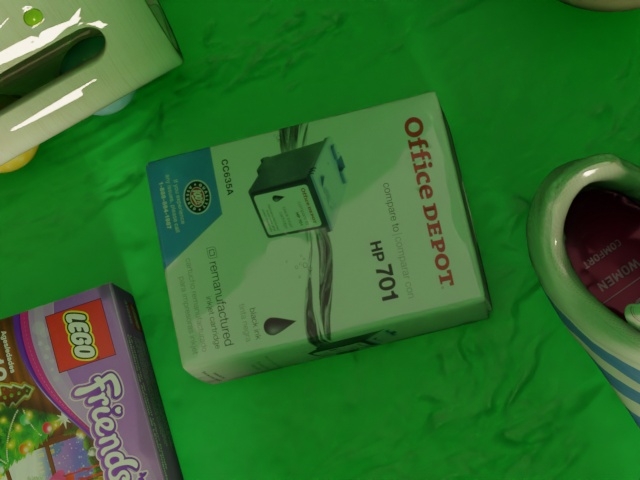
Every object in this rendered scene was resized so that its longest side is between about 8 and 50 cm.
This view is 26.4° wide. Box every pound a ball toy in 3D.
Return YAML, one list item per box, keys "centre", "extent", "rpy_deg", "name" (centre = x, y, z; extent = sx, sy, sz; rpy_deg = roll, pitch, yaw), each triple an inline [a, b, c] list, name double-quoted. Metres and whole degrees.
- centre: [-0.244, -0.069, 0.869]
  extent: [0.319, 0.136, 0.208]
  rpy_deg: [-30, 35, 2]
  name: "pound a ball toy"

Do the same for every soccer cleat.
- centre: [0.230, 0.088, 0.776]
  extent: [0.116, 0.143, 0.331]
  rpy_deg: [-39, 75, 0]
  name: "soccer cleat"

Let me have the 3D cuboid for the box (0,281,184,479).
- centre: [-0.181, 0.196, 0.865]
  extent: [0.201, 0.057, 0.293]
  rpy_deg: [-19, 76, 4]
  name: "box"

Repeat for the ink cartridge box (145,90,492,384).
- centre: [0.000, 0.000, 0.865]
  extent: [0.190, 0.082, 0.140]
  rpy_deg: [-14, 77, 8]
  name: "ink cartridge box"

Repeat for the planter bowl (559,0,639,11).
- centre: [0.184, -0.212, 0.863]
  extent: [0.162, 0.109, 0.162]
  rpy_deg: [-2, 77, 9]
  name: "planter bowl"
